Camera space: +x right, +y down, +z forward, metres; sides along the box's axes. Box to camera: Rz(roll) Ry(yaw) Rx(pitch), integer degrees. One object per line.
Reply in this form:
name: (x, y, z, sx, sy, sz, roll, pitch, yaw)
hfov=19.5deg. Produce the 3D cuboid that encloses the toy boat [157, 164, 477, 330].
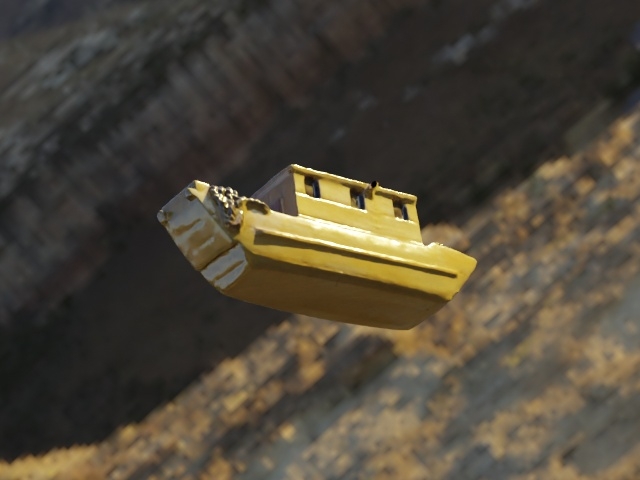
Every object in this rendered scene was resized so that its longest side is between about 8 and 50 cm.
toy boat: (0.000, 0.000, 1.056, 0.057, 0.200, 0.077, -37, 51, 43)
